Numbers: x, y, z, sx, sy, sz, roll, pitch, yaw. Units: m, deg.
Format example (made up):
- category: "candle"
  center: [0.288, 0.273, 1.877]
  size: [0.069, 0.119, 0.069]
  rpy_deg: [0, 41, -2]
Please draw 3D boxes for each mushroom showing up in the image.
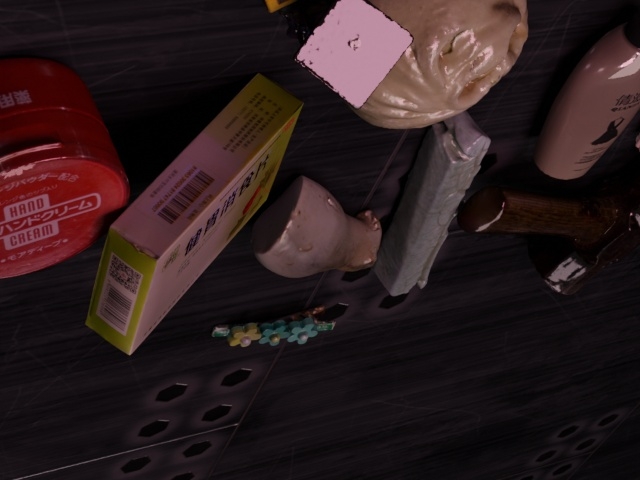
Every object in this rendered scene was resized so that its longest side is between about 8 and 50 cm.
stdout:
- category: "mushroom"
  center: [0.000, 0.000, 1.888]
  size: [0.116, 0.093, 0.225]
  rpy_deg: [-54, 144, 6]

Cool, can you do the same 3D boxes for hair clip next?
- category: "hair clip"
  center: [-0.057, 0.114, 2.098]
  size: [0.173, 0.049, 0.049]
  rpy_deg: [-7, 148, -28]

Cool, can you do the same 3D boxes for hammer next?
- category: "hammer"
  center: [0.305, -0.037, 2.074]
  size: [0.242, 0.095, 0.409]
  rpy_deg: [-40, 155, 28]

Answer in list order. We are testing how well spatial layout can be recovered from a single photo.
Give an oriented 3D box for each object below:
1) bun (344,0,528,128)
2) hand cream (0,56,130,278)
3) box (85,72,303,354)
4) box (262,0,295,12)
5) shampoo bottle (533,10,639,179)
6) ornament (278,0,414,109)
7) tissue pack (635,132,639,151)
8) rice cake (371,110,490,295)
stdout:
- category: "bun"
  center: [0.117, -0.192, 1.589]
  size: [0.231, 0.133, 0.231]
  rpy_deg: [-29, 158, -13]
- category: "hand cream"
  center: [-0.281, -0.065, 1.474]
  size: [0.193, 0.125, 0.193]
  rpy_deg: [-22, 153, -12]
- category: "box"
  center: [-0.126, -0.028, 1.612]
  size: [0.260, 0.062, 0.175]
  rpy_deg: [-49, 170, -37]
- category: "box"
  center: [0.057, -0.330, 1.345]
  size: [0.301, 0.084, 0.193]
  rpy_deg: [-26, 154, -1]
- category: "shampoo bottle"
  center: [0.332, -0.172, 1.893]
  size: [0.127, 0.078, 0.257]
  rpy_deg: [-12, 149, -25]
- category: "ornament"
  center: [0.012, -0.201, 1.467]
  size: [0.088, 0.203, 0.081]
  rpy_deg: [38, 101, -21]
- category: "tissue pack"
  center: [0.537, -0.216, 2.010]
  size: [0.170, 0.071, 0.325]
  rpy_deg: [-13, 152, -29]
- category: "rice cake"
  center: [0.131, -0.042, 1.962]
  size: [0.063, 0.066, 0.336]
  rpy_deg: [-24, 156, -25]
